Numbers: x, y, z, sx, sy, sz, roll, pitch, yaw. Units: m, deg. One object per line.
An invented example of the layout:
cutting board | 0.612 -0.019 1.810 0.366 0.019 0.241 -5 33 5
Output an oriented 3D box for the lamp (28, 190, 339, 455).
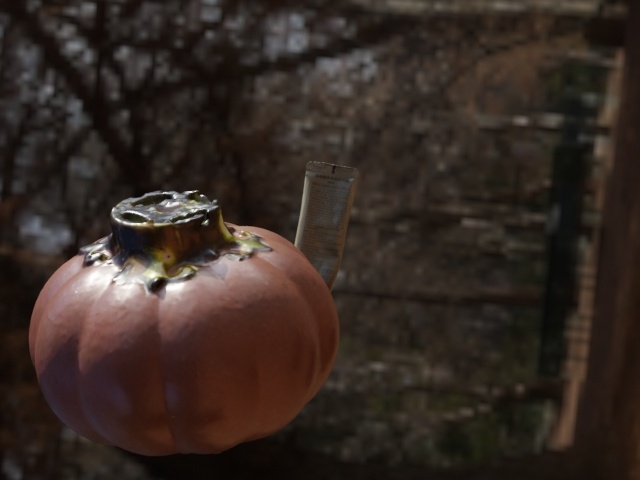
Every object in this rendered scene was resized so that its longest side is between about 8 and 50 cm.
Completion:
lamp | -0.135 0.074 1.869 0.305 0.305 0.239 -63 -30 -66

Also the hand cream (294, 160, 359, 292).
hand cream | 0.000 0.000 2.028 0.037 0.057 0.165 64 -144 -81
